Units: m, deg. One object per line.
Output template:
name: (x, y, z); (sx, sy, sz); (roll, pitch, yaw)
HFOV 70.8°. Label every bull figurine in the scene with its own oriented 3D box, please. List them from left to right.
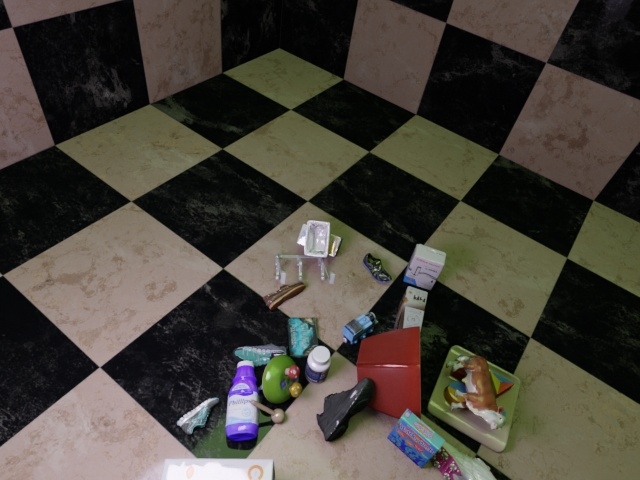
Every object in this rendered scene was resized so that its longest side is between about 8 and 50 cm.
bull figurine: (0.602, 0.587, 1.750); (0.188, 0.101, 0.310); (9, 43, -2)

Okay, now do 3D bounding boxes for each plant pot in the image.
plant pot: (0.269, 0.509, 1.742); (0.235, 0.268, 0.267); (-1, 21, 13)

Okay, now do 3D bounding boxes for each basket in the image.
basket: (-0.009, -0.008, 2.150); (0.113, 0.167, 0.103); (6, 2, 8)

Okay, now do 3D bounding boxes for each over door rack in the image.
over door rack: (-0.084, 0.147, 2.076); (0.239, 0.108, 0.324); (1, 14, -11)

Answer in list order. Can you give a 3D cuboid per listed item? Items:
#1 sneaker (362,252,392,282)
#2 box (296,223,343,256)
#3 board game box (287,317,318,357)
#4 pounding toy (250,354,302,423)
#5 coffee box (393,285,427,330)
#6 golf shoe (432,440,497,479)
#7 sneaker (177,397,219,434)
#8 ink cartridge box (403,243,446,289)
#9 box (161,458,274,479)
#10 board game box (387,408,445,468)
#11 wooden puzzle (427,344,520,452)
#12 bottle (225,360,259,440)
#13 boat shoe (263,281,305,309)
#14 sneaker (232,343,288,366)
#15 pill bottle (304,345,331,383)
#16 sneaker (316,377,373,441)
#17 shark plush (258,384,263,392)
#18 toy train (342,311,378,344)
sneaker: (0.280, 0.136, 2.231); (0.067, 0.078, 0.188); (-24, 57, -28)
box: (0.000, 0.000, 2.259); (0.203, 0.103, 0.114); (21, 3, 9)
board game box: (-0.076, 0.417, 1.943); (0.126, 0.026, 0.186); (0, 48, -10)
pounding toy: (-0.130, 0.550, 1.690); (0.110, 0.183, 0.237); (-5, 45, 38)
coffee box: (0.397, 0.349, 2.014); (0.098, 0.141, 0.247); (18, 47, 6)
golf shoe: (0.526, 0.828, 1.631); (0.140, 0.115, 0.306); (-24, 62, -41)
sneaker: (-0.438, 0.647, 1.654); (0.166, 0.065, 0.076); (-31, 76, -29)
ink cartridge box: (0.505, 0.131, 2.191); (0.148, 0.203, 0.086); (18, 47, 7)
box: (-0.321, 0.821, 1.411); (0.345, 0.168, 0.215); (1, 47, -2)
board game box: (0.338, 0.715, 1.618); (0.160, 0.210, 0.047); (37, 52, 23)
wooden puzzle: (0.644, 0.625, 1.846); (0.322, 0.081, 0.348); (27, 49, 14)
bottle: (-0.287, 0.595, 1.690); (0.118, 0.092, 0.283); (-9, 48, 6)
boat shoe: (-0.165, 0.237, 2.061); (0.207, 0.073, 0.073); (-26, 59, -30)
sneaker: (-0.244, 0.465, 1.855); (0.223, 0.083, 0.098); (4, 13, 4)
pill bottle: (-0.008, 0.492, 1.788); (0.094, 0.169, 0.094); (5, 47, -5)
sneaker: (0.079, 0.601, 1.658); (0.109, 0.286, 0.130); (26, 16, -48)
shark plush: (-0.199, 0.559, 1.794); (0.161, 0.073, 0.067); (-44, 45, -15)
toy train: (0.174, 0.380, 1.969); (0.184, 0.105, 0.080); (-28, 58, -30)
